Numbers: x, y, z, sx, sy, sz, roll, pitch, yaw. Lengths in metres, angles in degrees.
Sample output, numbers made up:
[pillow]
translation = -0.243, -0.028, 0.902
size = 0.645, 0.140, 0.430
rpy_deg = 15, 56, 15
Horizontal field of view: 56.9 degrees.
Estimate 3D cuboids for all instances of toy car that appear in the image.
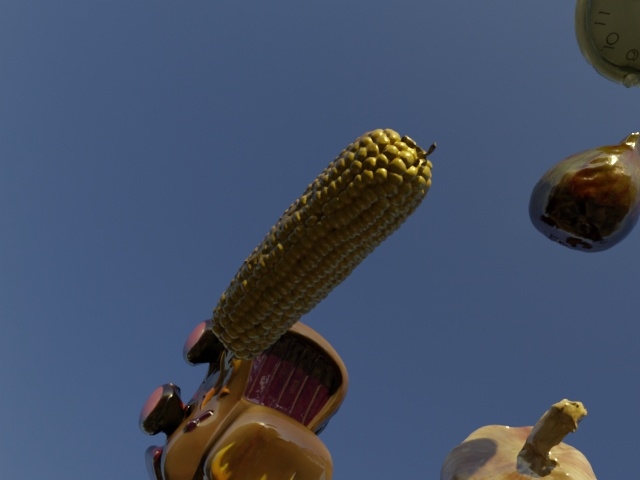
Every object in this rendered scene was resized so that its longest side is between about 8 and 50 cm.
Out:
[toy car]
translation = -0.082, 0.255, 0.842
size = 0.271, 0.240, 0.340
rpy_deg = 38, -118, -21

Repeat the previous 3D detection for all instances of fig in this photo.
[fig]
translation = 0.304, -0.061, 0.648
size = 0.109, 0.103, 0.154
rpy_deg = 34, -96, -13

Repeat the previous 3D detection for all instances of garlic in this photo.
[garlic]
translation = 0.306, 0.331, 0.830
size = 0.245, 0.245, 0.253
rpy_deg = 21, -66, 16

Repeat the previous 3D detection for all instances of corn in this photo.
[corn]
translation = 0.000, 0.000, 0.624
size = 0.310, 0.101, 0.101
rpy_deg = -46, -102, 16

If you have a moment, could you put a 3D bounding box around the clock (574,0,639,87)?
[clock]
translation = 0.456, -0.326, 0.794
size = 0.237, 0.053, 0.236
rpy_deg = 1, -57, 1
